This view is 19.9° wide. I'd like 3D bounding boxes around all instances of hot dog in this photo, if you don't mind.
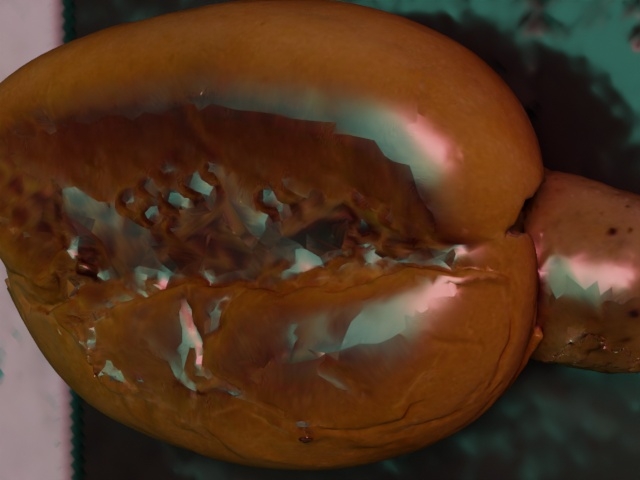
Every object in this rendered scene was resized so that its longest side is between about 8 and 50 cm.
[{"bbox_3d":[0.000,-0.002,0.346,0.140,0.060,0.090,-5,97,31],"label":"hot dog"}]
